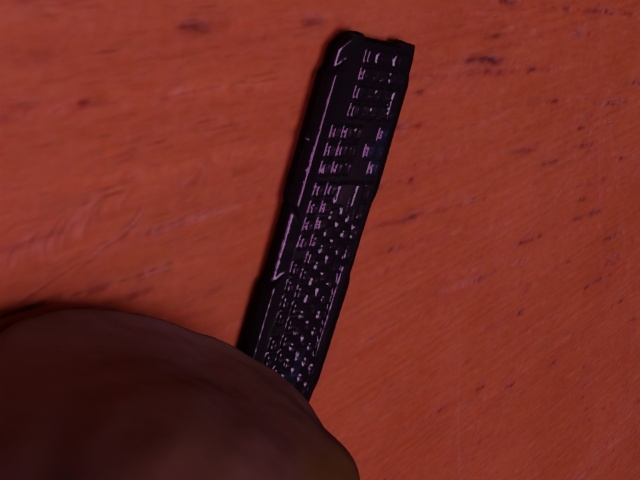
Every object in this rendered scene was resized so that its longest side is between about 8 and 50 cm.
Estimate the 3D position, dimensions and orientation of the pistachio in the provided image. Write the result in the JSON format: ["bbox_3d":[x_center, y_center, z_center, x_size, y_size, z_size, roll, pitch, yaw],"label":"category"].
[{"bbox_3d":[-0.091,0.129,0.547,0.166,0.197,0.288,-27,170,16],"label":"pistachio"}]

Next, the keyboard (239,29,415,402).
[{"bbox_3d":[0.000,0.000,0.730,0.106,0.016,0.262,-5,115,-58],"label":"keyboard"}]
